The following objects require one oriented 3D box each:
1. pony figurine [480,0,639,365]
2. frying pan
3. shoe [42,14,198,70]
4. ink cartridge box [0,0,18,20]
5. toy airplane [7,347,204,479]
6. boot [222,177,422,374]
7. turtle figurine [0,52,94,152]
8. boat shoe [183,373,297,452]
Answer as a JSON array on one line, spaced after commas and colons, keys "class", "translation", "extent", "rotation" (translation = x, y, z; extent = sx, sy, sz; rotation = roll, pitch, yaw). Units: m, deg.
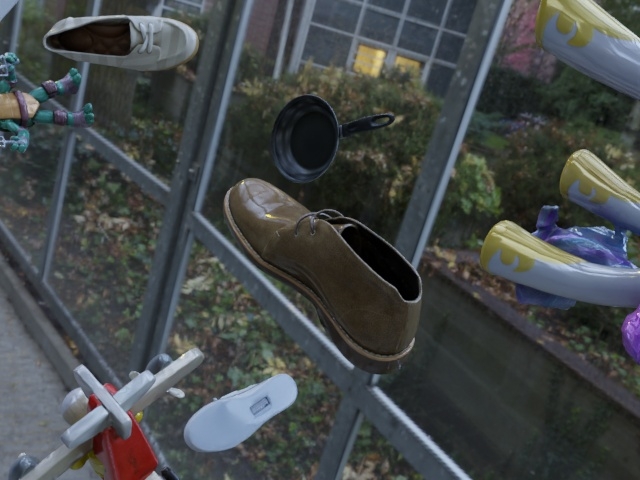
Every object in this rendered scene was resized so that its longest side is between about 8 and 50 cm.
[{"class": "pony figurine", "translation": [0.275, 0.014, 0.387], "extent": [0.302, 0.351, 0.363], "rotation": [-1, 19, -36]}, {"class": "frying pan", "translation": [0.014, -0.257, 1.427], "extent": [0.053, 0.326, 0.197], "rotation": [0, 64, -53]}, {"class": "shoe", "translation": [-0.284, -0.280, 0.921], "extent": [0.218, 0.077, 0.058], "rotation": [2, 16, 3]}, {"class": "ink cartridge box", "translation": [-0.327, -0.197, 0.449], "extent": [0.219, 0.160, 0.093], "rotation": [23, -19, 23]}, {"class": "toy airplane", "translation": [-0.439, 0.376, 1.305], "extent": [0.272, 0.385, 0.386], "rotation": [29, 5, 32]}, {"class": "boot", "translation": [0.000, 0.000, 0.712], "extent": [0.112, 0.115, 0.305], "rotation": [-23, 50, -34]}, {"class": "turtle figurine", "translation": [-0.542, -0.245, 1.167], "extent": [0.234, 0.175, 0.118], "rotation": [-18, 12, -41]}, {"class": "boat shoe", "translation": [-0.243, 0.482, 1.808], "extent": [0.367, 0.136, 0.156], "rotation": [-24, -4, -43]}]
